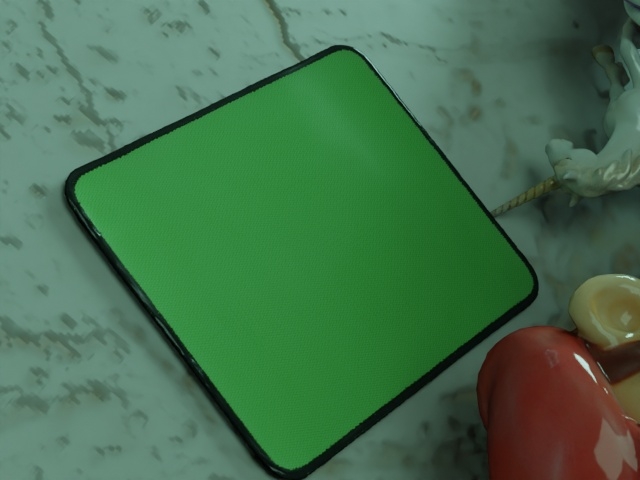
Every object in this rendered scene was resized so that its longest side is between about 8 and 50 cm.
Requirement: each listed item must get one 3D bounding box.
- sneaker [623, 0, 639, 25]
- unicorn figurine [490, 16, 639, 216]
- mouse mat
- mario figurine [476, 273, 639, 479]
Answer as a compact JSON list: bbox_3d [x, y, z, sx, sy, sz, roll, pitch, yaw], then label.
[{"bbox_3d":[0.182,-0.181,0.773,0.161,0.102,0.282,-14,49,-39],"label":"sneaker"},{"bbox_3d":[0.163,-0.052,0.743,0.162,0.060,0.111,15,50,-21],"label":"unicorn figurine"},{"bbox_3d":[0.000,0.000,0.639,0.190,0.007,0.152,-31,81,-41],"label":"mouse mat"},{"bbox_3d":[0.205,0.050,0.595,0.320,0.170,0.198,-36,84,-24],"label":"mario figurine"}]
